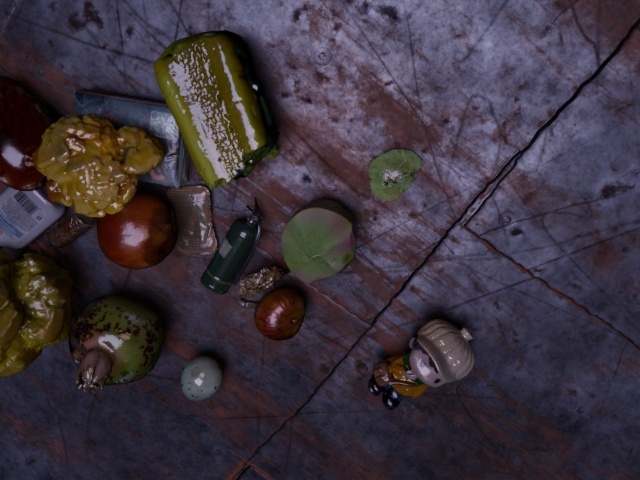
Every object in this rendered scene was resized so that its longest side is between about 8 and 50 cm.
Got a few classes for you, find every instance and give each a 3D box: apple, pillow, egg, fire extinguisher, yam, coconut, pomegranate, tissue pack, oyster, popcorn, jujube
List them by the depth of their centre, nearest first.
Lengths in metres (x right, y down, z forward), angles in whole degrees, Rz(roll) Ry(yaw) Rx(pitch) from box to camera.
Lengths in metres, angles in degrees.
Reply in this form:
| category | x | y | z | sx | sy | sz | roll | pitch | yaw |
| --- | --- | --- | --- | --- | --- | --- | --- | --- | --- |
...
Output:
| category | x | y | z | sx | sy | sz | roll | pitch | yaw |
| --- | --- | --- | --- | --- | --- | --- | --- | --- | --- |
| popcorn | -0.565 | -0.193 | 1.540 | 0.331 | 0.225 | 0.265 | -3 | 89 | -3 |
| coconut | 0.000 | 0.000 | 1.615 | 0.235 | 0.236 | 0.205 | -37 | 102 | 19 |
| coconut | 0.189 | -0.177 | 1.619 | 0.133 | 0.055 | 0.158 | 26 | 109 | -1 |
| jujube | -0.844 | -0.296 | 1.678 | 0.223 | 0.223 | 0.318 | -32 | 91 | 18 |
| tissue pack | -0.523 | -0.285 | 1.680 | 0.315 | 0.103 | 0.228 | 10 | 108 | 5 |
| apple | -0.506 | -0.029 | 1.702 | 0.229 | 0.230 | 0.230 | 3 | 109 | 9 |
| fire extinguisher | -0.238 | 0.017 | 1.738 | 0.118 | 0.093 | 0.294 | 49 | 115 | 37 |
| oyster | -0.170 | 0.121 | 1.754 | 0.177 | 0.105 | 0.056 | -21 | 75 | 16 |
| pillow | -0.372 | -0.057 | 1.767 | 0.135 | 0.034 | 0.211 | -3 | 109 | 10 |
| pomegranate | -0.620 | 0.322 | 1.771 | 0.284 | 0.341 | 0.285 | 3 | 113 | 7 |
| yam | -0.753 | -0.039 | 1.815 | 0.141 | 0.079 | 0.079 | -31 | 101 | 17 |
| egg | -0.377 | 0.434 | 1.880 | 0.131 | 0.131 | 0.164 | 38 | 117 | -4 |

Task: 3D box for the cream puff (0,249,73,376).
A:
| category | x | y | z | sx | sy | sz | roll | pitch | yaw |
| --- | --- | --- | --- | --- | --- | --- | --- | --- | --- |
| cream puff | -0.882 | 0.185 | 1.765 | 0.275 | 0.378 | 0.379 | -22 | 103 | 23 |

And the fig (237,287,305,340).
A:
| category | x | y | z | sx | sy | sz | roll | pitch | yaw |
| --- | --- | --- | --- | --- | --- | --- | --- | --- | --- |
| fig | -0.129 | 0.221 | 1.767 | 0.202 | 0.148 | 0.150 | -29 | 68 | 55 |

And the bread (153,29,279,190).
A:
| category | x | y | z | sx | sy | sz | roll | pitch | yaw |
| --- | --- | --- | --- | --- | --- | --- | --- | --- | --- |
| bread | -0.254 | -0.349 | 1.555 | 0.251 | 0.208 | 0.377 | -20 | 104 | 12 |

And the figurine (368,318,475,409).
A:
| category | x | y | z | sx | sy | sz | roll | pitch | yaw |
| --- | --- | --- | --- | --- | --- | --- | --- | --- | --- |
| figurine | 0.292 | 0.350 | 1.738 | 0.185 | 0.204 | 0.332 | 44 | 138 | -7 |

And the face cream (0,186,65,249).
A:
| category | x | y | z | sx | sy | sz | roll | pitch | yaw |
| --- | --- | --- | --- | --- | --- | --- | --- | --- | --- |
| face cream | -0.937 | -0.056 | 1.837 | 0.336 | 0.080 | 0.163 | -35 | 106 | 18 |
